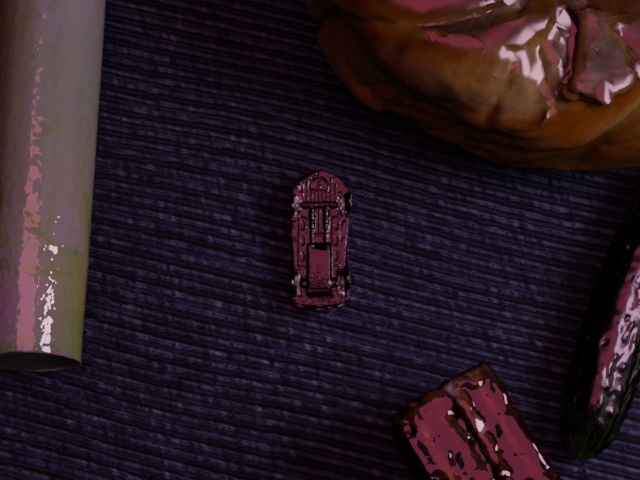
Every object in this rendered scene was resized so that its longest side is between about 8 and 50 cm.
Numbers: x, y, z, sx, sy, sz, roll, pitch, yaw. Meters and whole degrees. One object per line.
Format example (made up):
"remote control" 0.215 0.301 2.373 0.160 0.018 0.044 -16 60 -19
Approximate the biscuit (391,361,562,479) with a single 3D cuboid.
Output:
"biscuit" 0.165 0.254 1.097 0.073 0.107 0.388 -30 76 -5

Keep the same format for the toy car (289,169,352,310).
"toy car" 0.000 0.000 1.212 0.041 0.025 0.093 1 79 1

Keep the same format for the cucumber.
"cucumber" 0.200 0.040 1.182 0.058 0.052 0.214 29 79 -20

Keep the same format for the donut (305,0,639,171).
"donut" 0.147 -0.220 1.193 0.360 0.170 0.360 1 77 -3

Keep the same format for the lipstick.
"lipstick" -0.182 -0.068 1.214 0.076 0.076 0.304 0 75 3
